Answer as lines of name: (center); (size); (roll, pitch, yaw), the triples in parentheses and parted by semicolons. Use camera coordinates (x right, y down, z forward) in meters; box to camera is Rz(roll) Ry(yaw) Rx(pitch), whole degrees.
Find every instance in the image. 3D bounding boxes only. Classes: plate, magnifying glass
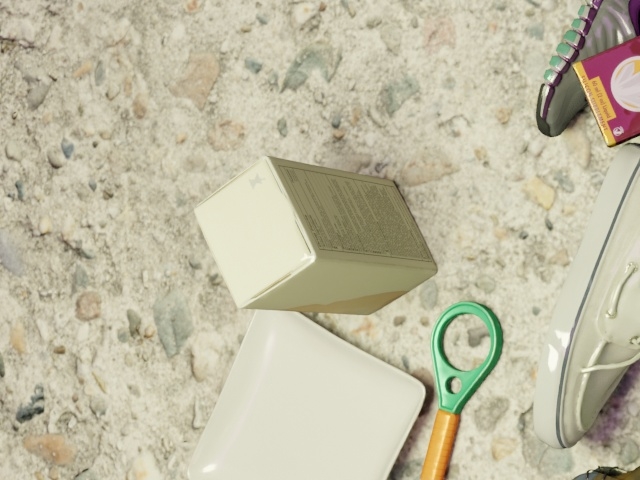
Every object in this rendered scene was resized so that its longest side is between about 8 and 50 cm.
plate: (-0.016, 0.251, 2.220); (0.278, 0.045, 0.277); (28, 99, 30)
magnifying glass: (0.165, 0.189, 2.129); (0.092, 0.026, 0.231); (15, 94, 31)

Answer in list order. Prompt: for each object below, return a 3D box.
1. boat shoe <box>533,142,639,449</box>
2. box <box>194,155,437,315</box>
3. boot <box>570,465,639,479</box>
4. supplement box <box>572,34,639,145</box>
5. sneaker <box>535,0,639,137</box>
boat shoe: (0.368, 0.079, 1.966); (0.156, 0.136, 0.367); (19, 85, 28)
box: (0.000, 0.000, 2.079); (0.121, 0.311, 0.148); (-34, 69, 24)
boot: (0.342, 0.281, 1.980); (0.106, 0.082, 0.219); (38, 106, 26)
supplement box: (0.394, -0.189, 1.955); (0.188, 0.081, 0.104); (-24, 87, 11)
sneaker: (0.336, -0.216, 2.034); (0.098, 0.083, 0.224); (27, 99, 25)
